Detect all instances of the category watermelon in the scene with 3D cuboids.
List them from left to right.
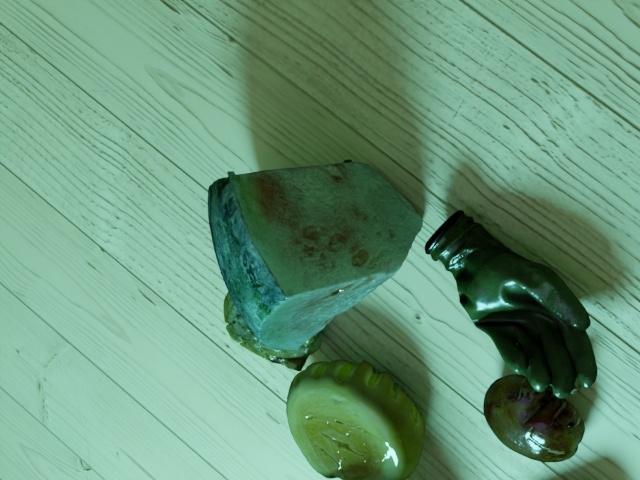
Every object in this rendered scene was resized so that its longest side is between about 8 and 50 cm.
[{"bbox_3d":[0.000,0.000,1.678,0.258,0.387,0.228,-17,81,3],"label":"watermelon"}]

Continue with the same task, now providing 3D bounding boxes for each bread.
[{"bbox_3d":[-0.066,0.114,1.896,0.156,0.064,0.117,25,132,26],"label":"bread"},{"bbox_3d":[0.050,0.248,1.861,0.213,0.105,0.213,23,131,29],"label":"bread"}]

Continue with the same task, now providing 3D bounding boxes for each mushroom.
[{"bbox_3d":[0.274,0.218,1.683,0.135,0.080,0.170,35,138,2],"label":"mushroom"}]

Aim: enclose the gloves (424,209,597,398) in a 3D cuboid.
[{"bbox_3d":[0.234,0.074,1.604,0.268,0.107,0.135,54,130,22],"label":"gloves"}]
